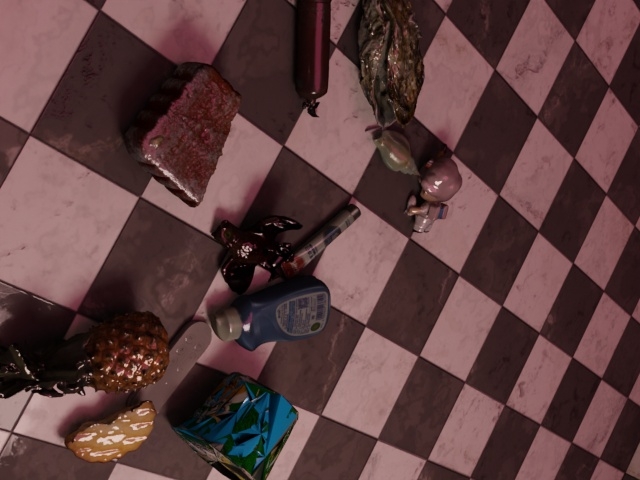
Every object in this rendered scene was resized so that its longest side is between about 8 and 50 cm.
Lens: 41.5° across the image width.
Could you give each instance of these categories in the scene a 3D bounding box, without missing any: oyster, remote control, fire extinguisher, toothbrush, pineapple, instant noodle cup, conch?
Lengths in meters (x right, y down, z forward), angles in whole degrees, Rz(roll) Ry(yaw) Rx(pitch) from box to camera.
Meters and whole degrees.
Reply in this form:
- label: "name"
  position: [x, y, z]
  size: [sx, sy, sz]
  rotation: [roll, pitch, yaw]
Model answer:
- label: "oyster"
  position: [0.150, -0.423, 1.870]
  size: [0.162, 0.158, 0.351]
  rotation: [-70, 147, -65]
- label: "remote control"
  position: [-0.314, 0.271, 1.762]
  size: [0.245, 0.022, 0.077]
  rotation: [-53, 130, -15]
- label: "fire extinguisher"
  position: [-0.014, -0.387, 1.776]
  size: [0.089, 0.072, 0.268]
  rotation: [-49, 143, -68]
- label: "toothbrush"
  position: [0.155, -0.273, 1.997]
  size: [0.131, 0.011, 0.013]
  rotation: [-22, 97, -34]
- label: "pineapple"
  position: [-0.455, 0.224, 1.530]
  size: [0.364, 0.165, 0.166]
  rotation: [-7, 109, -38]
- label: "instant noodle cup"
  position: [-0.169, 0.403, 1.812]
  size: [0.178, 0.240, 0.240]
  rotation: [-54, 132, -23]
- label: "conch"
  position: [0.190, -0.209, 2.012]
  size: [0.180, 0.065, 0.088]
  rotation: [39, 79, -36]

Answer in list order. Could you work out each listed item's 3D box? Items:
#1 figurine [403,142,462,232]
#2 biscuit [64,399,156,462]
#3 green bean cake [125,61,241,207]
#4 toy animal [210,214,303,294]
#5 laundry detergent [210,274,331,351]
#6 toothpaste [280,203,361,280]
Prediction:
- label: "figurine"
  position: [0.287, -0.124, 2.103]
  size: [0.137, 0.112, 0.229]
  rotation: [-1, 115, -46]
- label: "biscuit"
  position: [-0.412, 0.378, 1.676]
  size: [0.183, 0.061, 0.118]
  rotation: [-24, 127, -18]
- label: "green bean cake"
  position: [-0.246, -0.207, 1.609]
  size: [0.198, 0.097, 0.233]
  rotation: [41, 76, -40]
- label: "toy animal"
  position: [-0.146, 0.012, 1.793]
  size: [0.179, 0.116, 0.218]
  rotation: [35, 109, -16]
- label: "laundry detergent"
  position: [-0.115, 0.165, 1.860]
  size: [0.289, 0.094, 0.144]
  rotation: [-9, 123, -36]
- label: "toothpaste"
  position: [0.000, 0.000, 1.937]
  size: [0.239, 0.039, 0.062]
  rotation: [-41, 134, -21]
